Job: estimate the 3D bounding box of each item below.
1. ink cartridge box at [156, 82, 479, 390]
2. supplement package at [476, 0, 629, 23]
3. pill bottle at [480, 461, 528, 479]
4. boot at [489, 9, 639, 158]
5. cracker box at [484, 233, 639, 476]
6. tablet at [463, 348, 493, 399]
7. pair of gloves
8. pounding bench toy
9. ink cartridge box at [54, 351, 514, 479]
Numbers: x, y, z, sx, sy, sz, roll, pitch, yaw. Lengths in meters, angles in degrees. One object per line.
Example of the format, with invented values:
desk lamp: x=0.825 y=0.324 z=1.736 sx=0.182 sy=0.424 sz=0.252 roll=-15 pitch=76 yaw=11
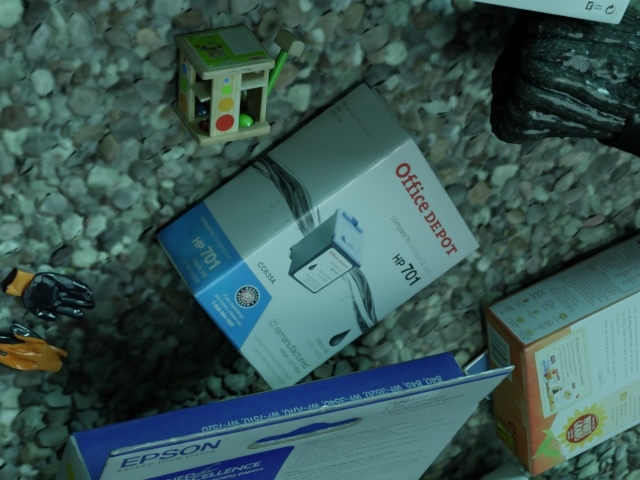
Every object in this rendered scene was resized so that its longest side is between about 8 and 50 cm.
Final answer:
ink cartridge box: x=0.000 y=0.000 z=1.355 sx=0.191 sy=0.082 sz=0.139 roll=-36 pitch=134 yaw=1
supplement package: x=0.119 y=-0.268 z=1.169 sx=0.194 sy=0.149 sz=0.203 roll=4 pitch=122 yaw=-33
pill bottle: x=0.086 y=0.321 z=1.599 sx=0.278 sy=0.162 sz=0.162 roll=-34 pitch=134 yaw=-3
boot: x=0.255 y=-0.105 z=1.375 sx=0.260 sy=0.348 sz=0.131 roll=10 pitch=88 yaw=4
cracker box: x=0.255 y=0.082 z=1.572 sx=0.232 sy=0.067 sz=0.155 roll=-23 pitch=133 yaw=-16
tablet: x=0.163 y=0.096 z=1.577 sx=0.083 sy=0.006 sz=0.054 roll=-40 pitch=134 yaw=1
pair of gloves: x=-0.204 y=0.058 z=1.329 sx=0.074 sy=0.010 sz=0.083 roll=16 pitch=112 yaw=-37
pounding bench toy: x=-0.052 y=-0.105 z=1.262 sx=0.083 sy=0.052 sz=0.065 roll=-13 pitch=129 yaw=-22
ink cartridge box: x=-0.047 y=0.163 z=1.385 sx=0.304 sy=0.072 sz=0.307 roll=-10 pitch=152 yaw=-23
